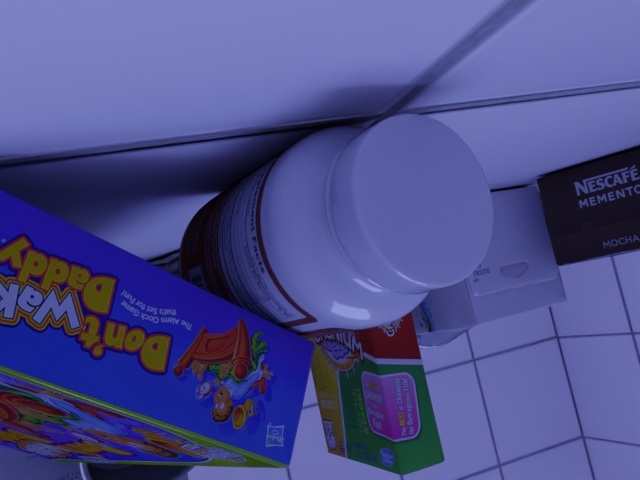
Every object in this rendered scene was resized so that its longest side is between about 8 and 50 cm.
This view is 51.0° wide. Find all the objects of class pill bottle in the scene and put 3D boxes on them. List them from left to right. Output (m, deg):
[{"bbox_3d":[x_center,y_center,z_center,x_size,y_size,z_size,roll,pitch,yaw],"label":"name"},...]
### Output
[{"bbox_3d":[0.000,0.000,0.427,0.121,0.121,0.216,-9,173,-33],"label":"pill bottle"}]

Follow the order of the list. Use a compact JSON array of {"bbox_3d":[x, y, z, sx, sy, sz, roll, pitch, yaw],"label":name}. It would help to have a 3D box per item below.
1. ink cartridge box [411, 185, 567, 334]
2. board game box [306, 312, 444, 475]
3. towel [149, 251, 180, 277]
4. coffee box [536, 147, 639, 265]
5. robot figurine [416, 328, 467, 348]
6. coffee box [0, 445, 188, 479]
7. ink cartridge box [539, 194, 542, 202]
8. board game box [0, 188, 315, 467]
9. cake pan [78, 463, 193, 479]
[{"bbox_3d":[0.195,0.036,0.969,0.171,0.168,0.232,-10,174,-29],"label":"ink cartridge box"},{"bbox_3d":[0.049,0.141,0.927,0.064,0.317,0.242,-10,173,-23],"label":"board game box"},{"bbox_3d":[-0.160,0.046,0.884,0.282,0.049,0.187,-17,172,37],"label":"towel"},{"bbox_3d":[0.430,-0.048,0.915,0.168,0.119,0.297,-15,174,34],"label":"coffee box"},{"bbox_3d":[0.224,0.100,1.328,0.300,0.199,0.353,-51,173,-21],"label":"robot figurine"},{"bbox_3d":[-0.446,0.271,0.979,0.334,0.339,0.337,-17,173,35],"label":"coffee box"},{"bbox_3d":[0.380,-0.026,1.171,0.158,0.092,0.217,-16,175,30],"label":"ink cartridge box"},{"bbox_3d":[-0.206,0.084,0.458,0.233,0.078,0.347,31,148,-31],"label":"board game box"},{"bbox_3d":[-0.204,0.201,0.885,0.054,0.293,0.293,25,-164,30],"label":"cake pan"}]
